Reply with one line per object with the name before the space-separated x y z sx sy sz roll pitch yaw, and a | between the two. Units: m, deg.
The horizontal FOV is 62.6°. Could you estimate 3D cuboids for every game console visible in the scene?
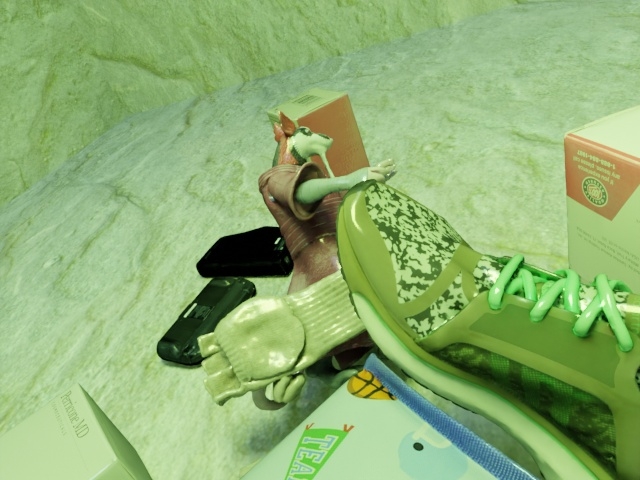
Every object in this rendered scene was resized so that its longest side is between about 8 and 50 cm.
game console | -0.176 0.086 0.975 0.213 0.044 0.361 -4 34 32

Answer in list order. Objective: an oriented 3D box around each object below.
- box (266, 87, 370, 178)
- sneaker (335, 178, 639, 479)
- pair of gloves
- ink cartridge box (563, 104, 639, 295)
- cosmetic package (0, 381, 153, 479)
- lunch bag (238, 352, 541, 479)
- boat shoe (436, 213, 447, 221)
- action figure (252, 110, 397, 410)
box | 0.006 -0.183 1.099 0.127 0.232 0.149 -31 31 -15
sneaker | 0.196 0.070 0.404 0.158 0.410 0.182 -42 -9 -49
pair of gloves | -0.015 0.167 0.560 0.204 0.240 0.042 -21 -6 3
ink cartridge box | 0.333 0.041 0.469 0.117 0.283 0.207 -21 29 -6
cosmetic package | -0.357 0.351 0.548 0.365 0.155 0.197 -38 31 -24
lunch bag | 0.054 0.297 0.282 0.328 0.238 0.385 -37 37 -17
boat shoe | 0.091 0.024 0.841 0.285 0.102 0.092 -32 26 -28
action figure | 0.000 0.000 0.727 0.276 0.370 0.248 -30 -13 16
